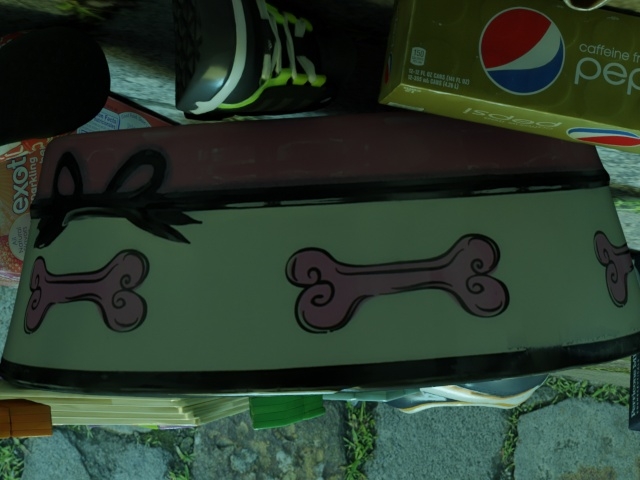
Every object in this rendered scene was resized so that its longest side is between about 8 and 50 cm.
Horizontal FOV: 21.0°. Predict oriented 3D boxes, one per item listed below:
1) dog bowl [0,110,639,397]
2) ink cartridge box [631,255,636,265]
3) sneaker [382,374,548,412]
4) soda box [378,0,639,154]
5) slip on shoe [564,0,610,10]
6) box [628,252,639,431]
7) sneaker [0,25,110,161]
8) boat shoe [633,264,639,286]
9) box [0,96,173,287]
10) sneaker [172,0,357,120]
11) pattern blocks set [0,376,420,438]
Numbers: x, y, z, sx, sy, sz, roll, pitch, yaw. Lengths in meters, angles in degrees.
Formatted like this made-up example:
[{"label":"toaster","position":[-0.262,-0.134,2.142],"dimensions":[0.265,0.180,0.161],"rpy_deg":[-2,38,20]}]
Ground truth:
[{"label":"dog bowl","position":[0.000,0.000,1.088],"dimensions":[0.408,0.150,0.408],"rpy_deg":[-2,-178,0]},{"label":"ink cartridge box","position":[0.195,0.064,1.736],"dimensions":[0.232,0.066,0.189],"rpy_deg":[-16,-176,-24]},{"label":"sneaker","position":[0.030,0.055,1.371],"dimensions":[0.321,0.126,0.127],"rpy_deg":[21,150,17]},{"label":"soda box","position":[0.126,-0.088,0.898],"dimensions":[0.181,0.061,0.058],"rpy_deg":[10,172,-9]},{"label":"slip on shoe","position":[0.120,-0.126,0.685],"dimensions":[0.051,0.041,0.135],"rpy_deg":[10,173,-9]},{"label":"box","position":[0.313,0.064,1.345],"dimensions":[0.093,0.156,0.158],"rpy_deg":[11,157,-10]},{"label":"sneaker","position":[-0.276,-0.072,1.119],"dimensions":[0.270,0.090,0.145],"rpy_deg":[-17,-175,-18]},{"label":"boat shoe","position":[0.123,-0.002,1.438],"dimensions":[0.301,0.102,0.108],"rpy_deg":[9,134,17]},{"label":"box","position":[-0.182,-0.026,1.420],"dimensions":[0.142,0.154,0.300],"rpy_deg":[6,173,27]},{"label":"sneaker","position":[-0.028,-0.108,0.915],"dimensions":[0.097,0.084,0.235],"rpy_deg":[-2,-178,-2]},{"label":"pattern blocks set","position":[-0.120,0.095,1.054],"dimensions":[0.325,0.026,0.285],"rpy_deg":[-2,-178,40]}]
